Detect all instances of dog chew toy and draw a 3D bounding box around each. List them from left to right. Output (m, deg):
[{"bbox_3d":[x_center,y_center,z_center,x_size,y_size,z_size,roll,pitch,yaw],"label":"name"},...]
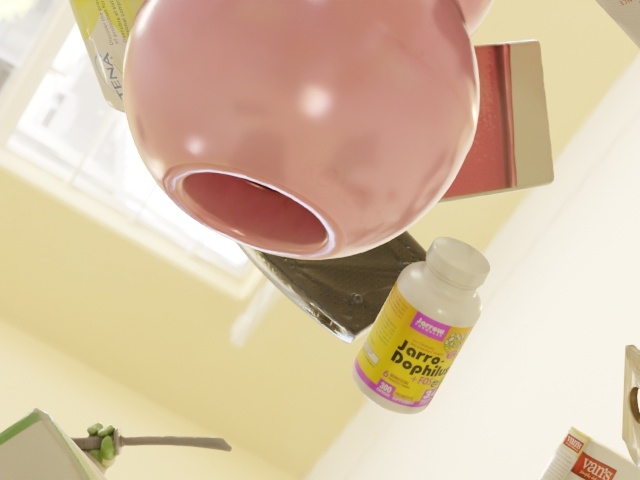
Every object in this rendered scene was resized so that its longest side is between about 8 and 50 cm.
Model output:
[{"bbox_3d":[0.014,-0.159,0.841,0.206,0.207,0.332,-33,-145,63],"label":"dog chew toy"}]

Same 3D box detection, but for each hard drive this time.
[{"bbox_3d":[0.000,0.000,1.613,0.172,0.255,0.054,-31,156,-36],"label":"hard drive"}]

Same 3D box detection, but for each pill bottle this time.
[{"bbox_3d":[0.050,0.040,0.677,0.043,0.043,0.083,-86,-161,-62],"label":"pill bottle"}]

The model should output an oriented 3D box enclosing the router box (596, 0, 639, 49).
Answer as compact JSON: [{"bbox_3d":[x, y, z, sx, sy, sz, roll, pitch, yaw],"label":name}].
[{"bbox_3d":[0.378,-0.238,1.057,0.335,0.301,0.082,-15,-123,36],"label":"router box"}]

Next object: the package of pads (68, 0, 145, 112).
[{"bbox_3d":[-0.123,-0.260,0.986,0.101,0.296,0.229,-10,-155,14],"label":"package of pads"}]

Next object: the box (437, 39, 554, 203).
[{"bbox_3d":[0.058,-0.093,1.171,0.148,0.232,0.127,2,-80,56],"label":"box"}]

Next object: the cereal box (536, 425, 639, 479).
[{"bbox_3d":[0.297,0.357,1.659,0.240,0.173,0.047,-58,-149,3],"label":"cereal box"}]

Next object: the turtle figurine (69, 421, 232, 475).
[{"bbox_3d":[-0.232,0.192,1.224,0.275,0.266,0.198,-35,-162,38],"label":"turtle figurine"}]

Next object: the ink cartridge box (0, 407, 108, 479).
[{"bbox_3d":[-0.149,0.171,0.629,0.154,0.093,0.212,-34,167,-11],"label":"ink cartridge box"}]

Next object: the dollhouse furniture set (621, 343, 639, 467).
[{"bbox_3d":[0.369,0.151,1.168,0.161,0.182,0.101,-129,-146,-67],"label":"dollhouse furniture set"}]
